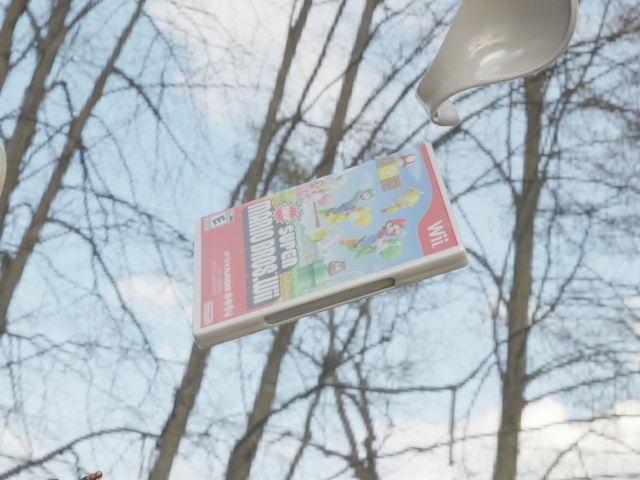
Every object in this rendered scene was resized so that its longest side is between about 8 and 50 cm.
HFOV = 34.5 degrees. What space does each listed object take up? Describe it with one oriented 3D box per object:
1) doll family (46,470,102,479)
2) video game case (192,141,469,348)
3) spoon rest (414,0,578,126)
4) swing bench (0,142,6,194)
[{"bbox_3d":[-0.284,0.318,1.047,0.111,0.193,0.076,7,-53,47],"label":"doll family"},{"bbox_3d":[0.000,0.000,1.094,0.285,0.204,0.025,-18,-54,7],"label":"video game case"},{"bbox_3d":[0.189,-0.217,1.171,0.084,0.137,0.276,-23,-16,-35],"label":"spoon rest"},{"bbox_3d":[-0.531,-0.062,1.174,0.254,0.165,0.253,-50,-50,7],"label":"swing bench"}]
